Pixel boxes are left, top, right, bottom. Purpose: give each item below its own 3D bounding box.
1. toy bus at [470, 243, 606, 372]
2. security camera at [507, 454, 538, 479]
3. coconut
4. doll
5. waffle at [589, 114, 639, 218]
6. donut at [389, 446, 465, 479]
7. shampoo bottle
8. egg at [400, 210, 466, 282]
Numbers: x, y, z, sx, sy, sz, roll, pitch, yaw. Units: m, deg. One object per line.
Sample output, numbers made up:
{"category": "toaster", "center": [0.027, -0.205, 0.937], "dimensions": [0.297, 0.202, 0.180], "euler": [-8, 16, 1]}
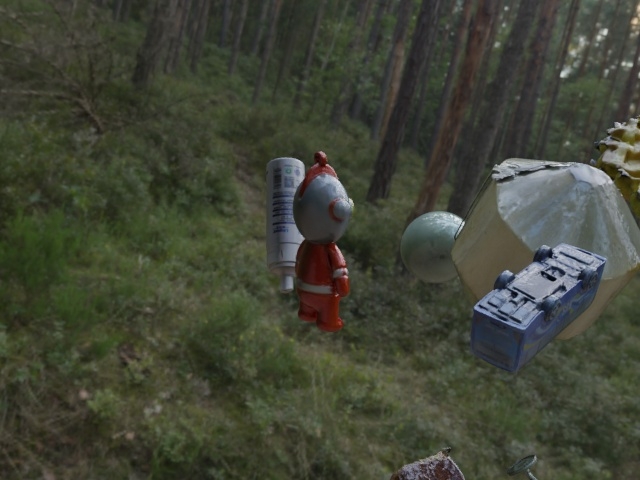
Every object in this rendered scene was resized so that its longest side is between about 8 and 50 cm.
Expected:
{"category": "toy bus", "center": [0.275, 0.077, 0.859], "dimensions": [0.079, 0.094, 0.236], "euler": [31, 36, 33]}
{"category": "security camera", "center": [0.343, 0.388, 1.067], "dimensions": [0.092, 0.058, 0.058], "euler": [56, 14, 11]}
{"category": "coconut", "center": [0.385, 0.007, 1.163], "dimensions": [0.322, 0.323, 0.323], "euler": [14, 3, -1]}
{"category": "doll", "center": [0.000, 0.000, 0.946], "dimensions": [0.076, 0.245, 0.142], "euler": [-2, 8, -31]}
{"category": "waffle", "center": [0.714, -0.138, 1.240], "dimensions": [0.382, 0.095, 0.380], "euler": [-15, 41, -1]}
{"category": "donut", "center": [0.183, 0.458, 1.116], "dimensions": [0.126, 0.187, 0.144], "euler": [0, 14, -24]}
{"category": "shampoo bottle", "center": [-0.077, -0.031, 1.534], "dimensions": [0.092, 0.303, 0.092], "euler": [-2, -19, -1]}
{"category": "egg", "center": [0.300, 0.016, 1.734], "dimensions": [0.182, 0.183, 0.264], "euler": [14, -9, -5]}
